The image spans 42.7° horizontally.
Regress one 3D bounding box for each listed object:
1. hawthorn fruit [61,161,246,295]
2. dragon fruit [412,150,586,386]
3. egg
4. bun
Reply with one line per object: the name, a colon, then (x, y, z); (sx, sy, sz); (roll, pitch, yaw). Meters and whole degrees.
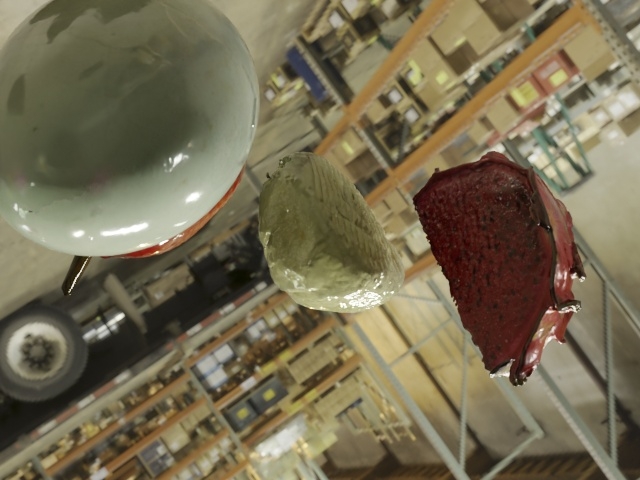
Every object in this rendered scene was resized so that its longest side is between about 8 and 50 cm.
hawthorn fruit: (-0.259, -0.085, 1.105); (0.285, 0.285, 0.368); (-41, -153, 59)
dragon fruit: (0.220, 0.012, 0.862); (0.126, 0.274, 0.161); (7, 135, -29)
egg: (-0.116, -0.072, 0.481); (0.151, 0.151, 0.209); (-38, -161, 31)
bun: (0.000, 0.000, 0.995); (0.134, 0.220, 0.220); (-38, 176, 16)
